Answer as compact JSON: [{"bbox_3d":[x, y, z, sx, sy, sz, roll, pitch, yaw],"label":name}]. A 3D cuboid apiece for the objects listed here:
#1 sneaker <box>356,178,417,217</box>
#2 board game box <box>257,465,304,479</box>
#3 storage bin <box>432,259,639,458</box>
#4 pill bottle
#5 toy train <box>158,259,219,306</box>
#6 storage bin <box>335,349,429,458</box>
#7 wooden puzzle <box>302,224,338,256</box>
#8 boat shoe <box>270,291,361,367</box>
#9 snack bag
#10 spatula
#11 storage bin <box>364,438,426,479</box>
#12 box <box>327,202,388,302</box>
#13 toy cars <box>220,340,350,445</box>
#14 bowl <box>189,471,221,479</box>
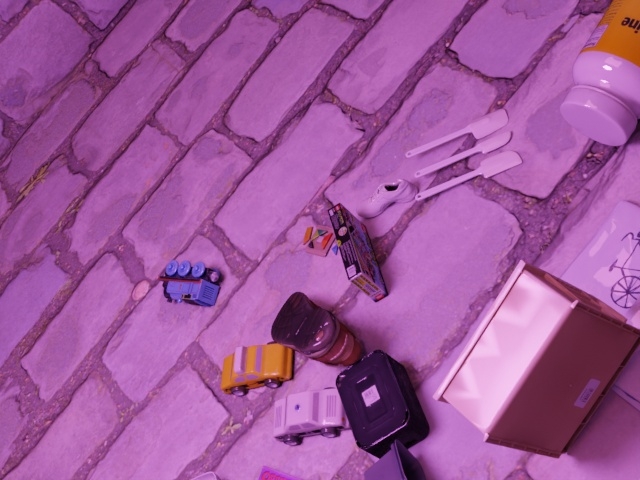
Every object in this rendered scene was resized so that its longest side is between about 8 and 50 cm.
[{"bbox_3d":[0.140,-0.101,1.988,0.152,0.061,0.053,-25,51,26],"label":"sneaker"},{"bbox_3d":[-0.013,0.574,1.678,0.347,0.056,0.208,8,72,41],"label":"board game box"},{"bbox_3d":[0.365,0.202,1.430,0.123,0.260,0.262,40,104,47],"label":"storage bin"},{"bbox_3d":[0.606,-0.357,1.691,0.188,0.188,0.334,27,81,45],"label":"pill bottle"},{"bbox_3d":[-0.332,0.108,2.217,0.184,0.080,0.105,2,70,39],"label":"toy train"},{"bbox_3d":[0.118,0.319,1.712,0.122,0.084,0.180,-36,47,15],"label":"storage bin"},{"bbox_3d":[0.000,0.000,2.066,0.116,0.014,0.078,5,66,40],"label":"wooden puzzle"},{"bbox_3d":[-0.011,0.200,1.855,0.122,0.120,0.324,-56,19,-2],"label":"boat shoe"},{"bbox_3d":[0.559,0.101,1.536,0.323,0.037,0.342,-51,44,1],"label":"snack bag"},{"bbox_3d":[0.307,-0.185,1.930,0.242,0.019,0.168,-23,56,19],"label":"spatula"},{"bbox_3d":[0.137,0.445,1.592,0.091,0.098,0.135,-38,19,11],"label":"storage bin"},{"bbox_3d":[0.080,0.025,1.914,0.036,0.114,0.207,-32,48,18],"label":"box"},{"bbox_3d":[-0.095,0.314,1.883,0.394,0.087,0.176,30,84,46],"label":"toy cars"},{"bbox_3d":[-0.252,0.575,1.861,0.142,0.053,0.142,-31,48,19],"label":"bowl"}]
